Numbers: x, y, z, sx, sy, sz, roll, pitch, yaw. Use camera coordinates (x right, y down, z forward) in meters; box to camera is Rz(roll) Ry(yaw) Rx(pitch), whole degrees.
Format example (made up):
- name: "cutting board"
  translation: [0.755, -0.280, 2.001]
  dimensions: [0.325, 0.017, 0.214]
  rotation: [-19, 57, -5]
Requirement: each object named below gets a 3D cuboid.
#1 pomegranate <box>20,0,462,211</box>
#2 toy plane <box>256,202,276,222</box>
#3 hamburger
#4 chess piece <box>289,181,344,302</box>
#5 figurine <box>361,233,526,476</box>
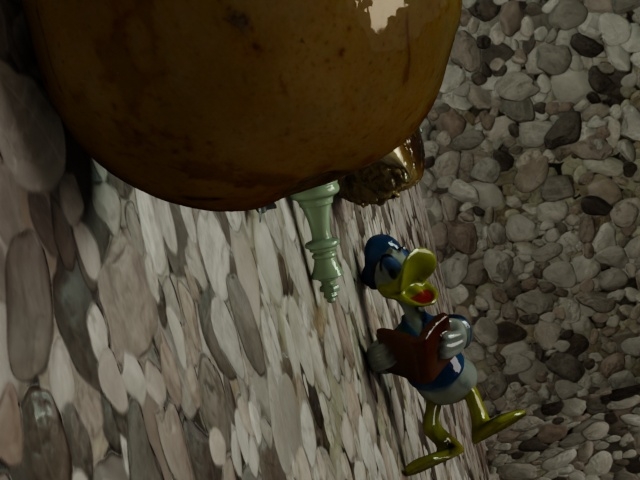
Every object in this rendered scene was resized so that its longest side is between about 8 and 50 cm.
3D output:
- name: "pomegranate"
  translation: [-0.046, -0.152, 0.803]
  dimensions: [0.264, 0.264, 0.264]
  rotation: [-13, 90, -82]
- name: "toy plane"
  translation: [-0.063, -0.061, 1.297]
  dimensions: [0.078, 0.031, 0.083]
  rotation: [-79, 154, -71]
- name: "hamburger"
  translation: [0.062, -0.174, 1.958]
  dimensions: [0.286, 0.146, 0.243]
  rotation: [-93, 160, -45]
- name: "chess piece"
  translation: [0.000, 0.000, 1.572]
  dimensions: [0.059, 0.059, 0.149]
  rotation: [-58, 141, -78]
- name: "figurine"
  translation: [0.127, 0.141, 1.963]
  dimensions: [0.338, 0.205, 0.283]
  rotation: [67, 12, 20]
